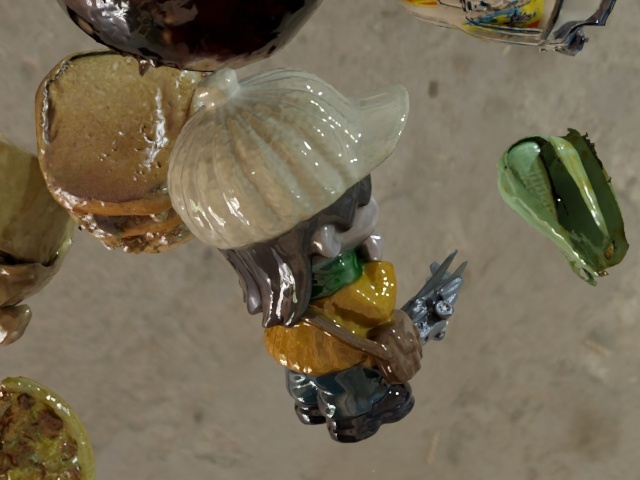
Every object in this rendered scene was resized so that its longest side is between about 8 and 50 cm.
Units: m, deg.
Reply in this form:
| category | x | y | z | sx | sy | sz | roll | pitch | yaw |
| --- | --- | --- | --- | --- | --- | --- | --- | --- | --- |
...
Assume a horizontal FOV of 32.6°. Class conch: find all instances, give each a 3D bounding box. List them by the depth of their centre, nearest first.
| category | x | y | z | sx | sy | sz | roll | pitch | yaw |
| --- | --- | --- | --- | --- | --- | --- | --- | --- | --- |
| conch | 0.241 | -0.043 | 1.050 | 0.105 | 0.079 | 0.170 | -53 | 57 | 30 |

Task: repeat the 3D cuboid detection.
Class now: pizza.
| category | x | y | z | sx | sy | sz | roll | pitch | yaw |
| --- | --- | --- | --- | --- | --- | --- | --- | --- | --- |
| pizza | -0.350 | 0.254 | 1.335 | 0.134 | 0.046 | 0.175 | -47 | 105 | -12 |

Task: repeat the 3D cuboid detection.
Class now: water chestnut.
| category | x | y | z | sx | sy | sz | roll | pitch | yaw |
| --- | --- | --- | --- | --- | --- | --- | --- | --- | --- |
| water chestnut | -0.123 | -0.302 | 0.983 | 0.300 | 0.300 | 0.299 | -1 | 78 | 3 |

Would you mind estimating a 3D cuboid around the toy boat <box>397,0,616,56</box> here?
| category | x | y | z | sx | sy | sz | roll | pitch | yaw |
| --- | --- | --- | --- | --- | --- | --- | --- | --- | --- |
| toy boat | 0.095 | -0.148 | 0.625 | 0.066 | 0.210 | 0.084 | 9 | 94 | -27 |

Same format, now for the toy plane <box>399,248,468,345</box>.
| category | x | y | z | sx | sy | sz | roll | pitch | yaw |
| --- | --- | --- | --- | --- | --- | --- | --- | --- | --- |
| toy plane | 0.140 | 0.143 | 1.758 | 0.088 | 0.212 | 0.267 | 35 | 56 | 19 |

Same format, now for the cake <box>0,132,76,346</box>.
| category | x | y | z | sx | sy | sz | roll | pitch | yaw |
| --- | --- | --- | --- | --- | --- | --- | --- | --- | --- |
| cake | -0.519 | -0.002 | 1.513 | 0.332 | 0.332 | 0.321 | 23 | 83 | 7 |

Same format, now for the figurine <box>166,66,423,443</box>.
| category | x | y | z | sx | sy | sz | roll | pitch | yaw |
| --- | --- | --- | --- | --- | --- | --- | --- | --- | --- |
| figurine | -0.023 | 0.016 | 0.938 | 0.205 | 0.185 | 0.332 | -11 | 105 | -33 |

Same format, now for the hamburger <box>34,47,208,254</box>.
| category | x | y | z | sx | sy | sz | roll | pitch | yaw |
| --- | --- | --- | --- | --- | --- | --- | --- | --- | --- |
| hamburger | -0.231 | -0.120 | 1.334 | 0.261 | 0.211 | 0.245 | 36 | 76 | 18 |
